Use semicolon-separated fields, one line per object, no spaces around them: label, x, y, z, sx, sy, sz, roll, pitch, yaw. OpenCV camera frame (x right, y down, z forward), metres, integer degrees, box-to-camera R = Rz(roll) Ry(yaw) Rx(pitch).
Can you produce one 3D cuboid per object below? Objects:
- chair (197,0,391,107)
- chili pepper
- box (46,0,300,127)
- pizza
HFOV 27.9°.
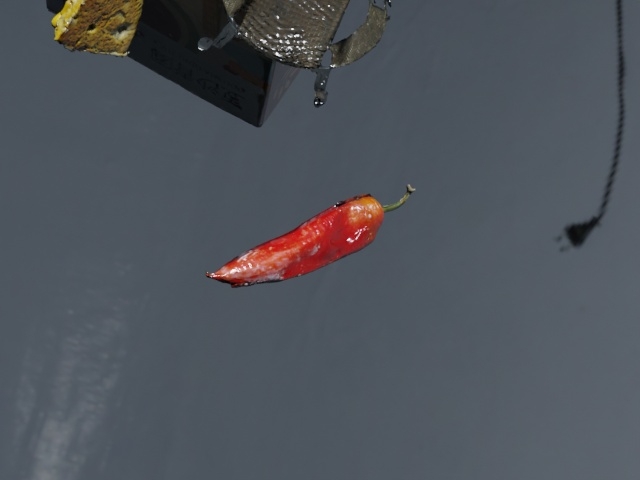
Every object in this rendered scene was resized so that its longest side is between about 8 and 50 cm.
chair;-0.018;-0.238;1.254;0.213;0.174;0.149;-68;3;-74
chili pepper;0.000;0.000;1.263;0.050;0.268;0.059;51;139;17
box;-0.174;-0.348;1.606;0.122;0.344;0.385;-59;-4;-23
pizza;-0.261;-0.268;1.499;0.041;0.178;0.131;40;73;23
